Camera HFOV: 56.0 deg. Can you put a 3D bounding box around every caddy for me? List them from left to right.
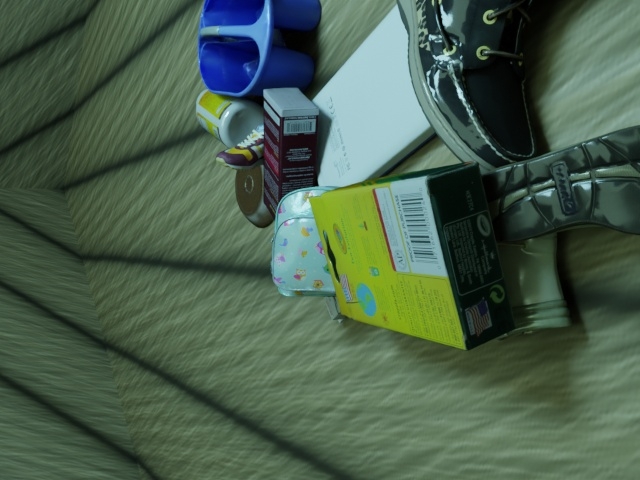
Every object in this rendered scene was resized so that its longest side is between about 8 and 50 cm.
[{"bbox_3d":[-0.150,-0.415,1.228,0.341,0.179,0.241,24,112,54],"label":"caddy"}]

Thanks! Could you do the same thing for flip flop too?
[{"bbox_3d":[0.293,-0.053,0.643,0.277,0.080,0.112,-10,91,42],"label":"flip flop"}]

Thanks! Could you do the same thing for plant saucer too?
[{"bbox_3d":[-0.149,-0.127,1.369,0.199,0.036,0.198,1,92,57],"label":"plant saucer"}]

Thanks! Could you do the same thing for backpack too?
[{"bbox_3d":[0.000,0.000,1.007,0.166,0.144,0.188,0,90,19],"label":"backpack"}]

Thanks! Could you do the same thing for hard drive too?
[{"bbox_3d":[0.080,-0.211,1.009,0.319,0.040,0.210,-37,61,52],"label":"hard drive"}]

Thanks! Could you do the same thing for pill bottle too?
[{"bbox_3d":[-0.210,-0.286,1.378,0.215,0.117,0.117,41,124,50],"label":"pill bottle"}]

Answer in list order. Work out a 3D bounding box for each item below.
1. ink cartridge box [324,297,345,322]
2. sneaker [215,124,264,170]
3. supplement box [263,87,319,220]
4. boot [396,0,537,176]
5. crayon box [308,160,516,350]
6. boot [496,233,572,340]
[{"bbox_3d":[0.035,0.113,1.102,0.083,0.028,0.048,-54,48,44],"label":"ink cartridge box"},{"bbox_3d":[-0.133,-0.192,1.205,0.070,0.186,0.083,25,117,32],"label":"sneaker"},{"bbox_3d":[-0.060,-0.153,1.138,0.130,0.073,0.239,-123,31,-53],"label":"supplement box"},{"bbox_3d":[0.232,-0.287,0.696,0.284,0.138,0.377,-39,54,51],"label":"boot"},{"bbox_3d":[0.102,0.015,0.800,0.319,0.081,0.202,3,109,65],"label":"crayon box"},{"bbox_3d":[0.214,0.048,0.780,0.213,0.077,0.164,-16,78,49],"label":"boot"}]
